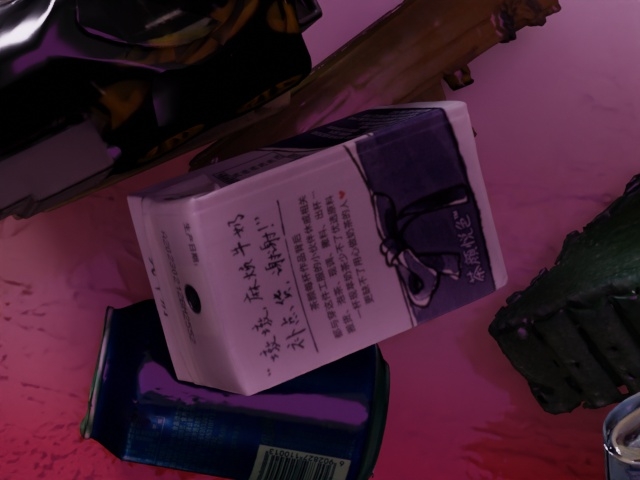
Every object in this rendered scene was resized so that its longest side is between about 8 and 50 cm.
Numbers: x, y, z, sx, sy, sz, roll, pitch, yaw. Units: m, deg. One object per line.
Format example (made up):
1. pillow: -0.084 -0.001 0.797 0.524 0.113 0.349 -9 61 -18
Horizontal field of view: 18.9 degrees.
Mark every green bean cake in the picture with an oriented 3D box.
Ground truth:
1. green bean cake: 0.244 0.020 1.393 0.107 0.193 0.208 51 43 -18

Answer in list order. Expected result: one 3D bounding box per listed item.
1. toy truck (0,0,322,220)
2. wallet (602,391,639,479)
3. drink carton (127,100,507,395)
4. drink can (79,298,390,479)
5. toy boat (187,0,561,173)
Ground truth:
1. toy truck: -0.202 -0.087 1.239 0.405 0.254 0.180 -29 85 -25
2. wallet: 0.281 0.190 1.328 0.176 0.250 0.075 -22 44 -11
3. drink carton: 0.000 0.001 1.266 0.222 0.102 0.134 -21 105 -31
4. drink can: -0.059 0.109 1.341 0.205 0.118 0.118 11 82 -7
5. toy boat: 0.045 -0.087 1.395 0.321 0.089 0.121 -38 95 -12
